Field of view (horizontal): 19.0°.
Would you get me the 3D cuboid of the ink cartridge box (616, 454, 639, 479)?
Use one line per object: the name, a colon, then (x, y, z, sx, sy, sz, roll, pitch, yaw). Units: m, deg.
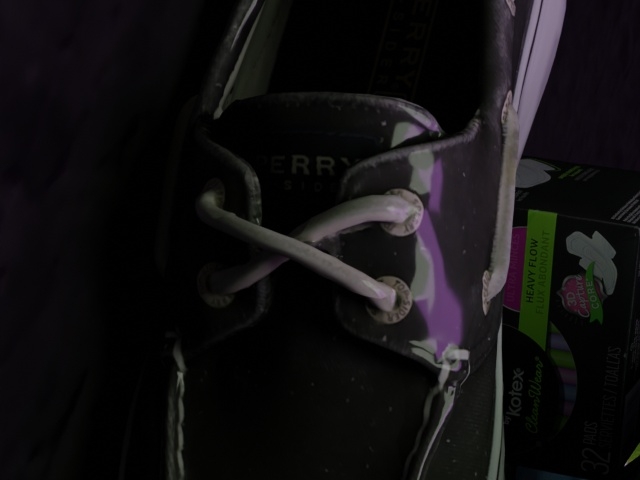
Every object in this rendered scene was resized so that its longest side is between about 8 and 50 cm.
ink cartridge box: (0.071, 0.110, 0.392, 0.154, 0.093, 0.212, -42, 178, -45)

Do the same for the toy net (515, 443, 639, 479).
toy net: (0.114, 0.129, 0.771, 0.232, 0.045, 0.122, 34, 67, -69)

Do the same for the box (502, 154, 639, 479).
box: (0.037, 0.014, 0.448, 0.052, 0.083, 0.062, -31, 128, -63)

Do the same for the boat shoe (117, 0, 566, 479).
boat shoe: (0.000, 0.000, 0.365, 0.070, 0.078, 0.219, 65, 31, -58)
